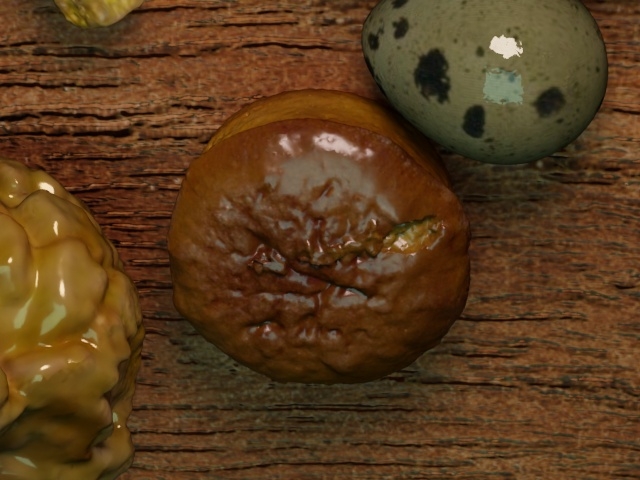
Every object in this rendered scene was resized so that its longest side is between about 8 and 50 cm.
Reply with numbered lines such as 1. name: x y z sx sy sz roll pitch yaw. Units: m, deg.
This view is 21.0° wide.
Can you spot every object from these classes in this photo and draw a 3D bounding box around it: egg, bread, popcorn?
1. egg: 0.146 -0.162 1.556 0.228 0.177 0.177 18 122 10
2. bread: 0.002 -0.004 1.676 0.312 0.172 0.312 3 126 4
3. popcorn: -0.348 0.099 1.699 0.390 0.354 0.344 19 160 45

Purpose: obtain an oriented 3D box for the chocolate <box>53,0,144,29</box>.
1. chocolate: -0.289 -0.380 1.493 0.162 0.162 0.445 -18 118 17
